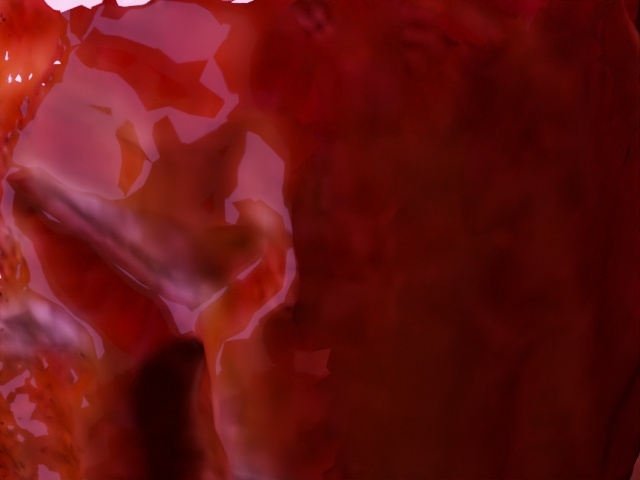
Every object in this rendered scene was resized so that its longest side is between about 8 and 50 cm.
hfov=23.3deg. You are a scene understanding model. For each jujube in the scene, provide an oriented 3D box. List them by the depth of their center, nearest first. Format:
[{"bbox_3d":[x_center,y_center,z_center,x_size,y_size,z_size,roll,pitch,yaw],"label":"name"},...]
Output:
[{"bbox_3d":[0.000,0.002,0.565,0.276,0.276,0.377,37,137,51],"label":"jujube"}]
